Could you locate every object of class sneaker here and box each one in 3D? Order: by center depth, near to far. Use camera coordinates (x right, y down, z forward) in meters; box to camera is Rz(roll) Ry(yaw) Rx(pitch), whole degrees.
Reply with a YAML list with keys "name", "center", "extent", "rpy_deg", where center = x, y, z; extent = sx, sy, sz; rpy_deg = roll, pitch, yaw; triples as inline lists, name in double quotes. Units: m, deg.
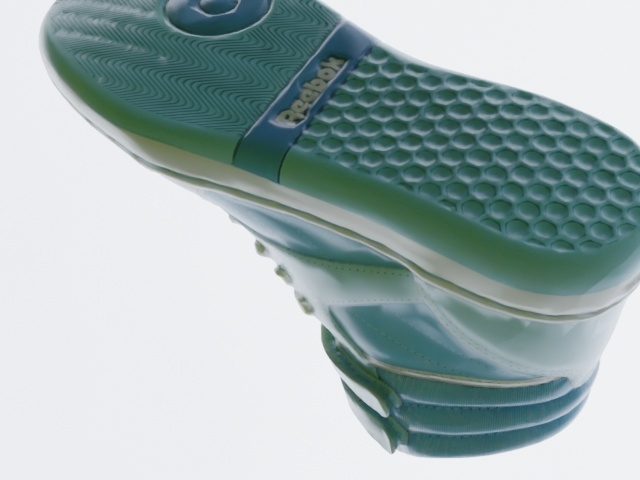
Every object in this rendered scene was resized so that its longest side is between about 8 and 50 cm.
- name: "sneaker"
  center: [0.000, 0.000, 0.658]
  extent: [0.319, 0.127, 0.208]
  rpy_deg: [29, -35, 25]
